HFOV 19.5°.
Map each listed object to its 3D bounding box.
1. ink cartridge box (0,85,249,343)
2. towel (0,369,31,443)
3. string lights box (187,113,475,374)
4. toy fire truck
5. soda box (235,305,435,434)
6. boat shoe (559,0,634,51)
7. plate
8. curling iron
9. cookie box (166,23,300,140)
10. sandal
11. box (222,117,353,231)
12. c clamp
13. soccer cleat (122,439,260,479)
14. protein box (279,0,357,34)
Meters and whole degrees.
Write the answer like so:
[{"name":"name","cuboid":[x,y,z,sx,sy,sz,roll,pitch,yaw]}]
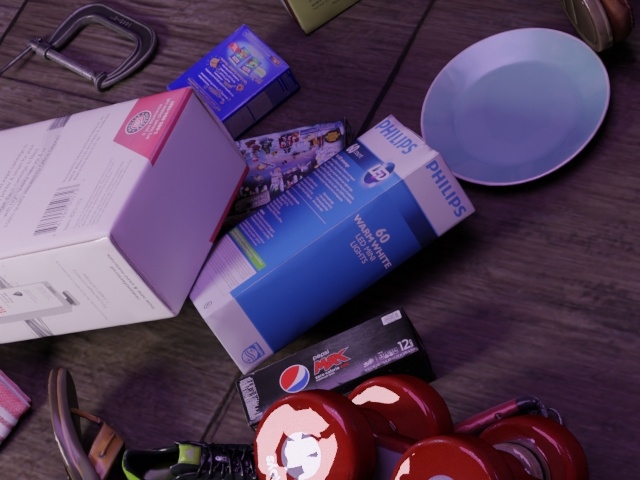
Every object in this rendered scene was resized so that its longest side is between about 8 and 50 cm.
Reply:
[{"name":"ink cartridge box","cuboid":[-0.238,-0.020,1.793,0.283,0.117,0.207,-10,41,35]},{"name":"towel","cuboid":[-0.390,0.182,1.780,0.197,0.144,0.029,-50,13,-14]},{"name":"string lights box","cuboid":[0.000,0.000,1.730,0.259,0.077,0.133,-35,25,-3]},{"name":"toy fire truck","cuboid":[0.071,0.255,1.499,0.302,0.169,0.254,15,100,30]},{"name":"soda box","cuboid":[0.013,0.125,1.677,0.169,0.060,0.053,-24,53,6]},{"name":"boat shoe","cuboid":[0.263,-0.311,1.836,0.104,0.111,0.307,-18,49,1]},{"name":"plate","cuboid":[0.189,-0.125,1.799,0.188,0.024,0.188,-12,54,17]},{"name":"curling iron","cuboid":[0.078,0.199,1.612,0.274,0.035,0.068,-19,52,10]},{"name":"cookie box","cuboid":[-0.091,-0.159,1.933,0.107,0.040,0.092,-39,51,-6]},{"name":"sandal","cuboid":[-0.201,0.209,1.699,0.060,0.090,0.219,-17,49,-9]},{"name":"box","cuboid":[-0.035,-0.066,1.852,0.137,0.027,0.094,-12,54,16]},{"name":"c clamp","cuboid":[-0.260,-0.205,2.055,0.160,0.022,0.137,23,63,35]},{"name":"soccer cleat","cuboid":[-0.092,0.205,1.658,0.179,0.072,0.060,-7,55,19]},{"name":"protein box","cuboid":[0.004,-0.365,1.932,0.200,0.201,0.136,-34,51,-1]}]
